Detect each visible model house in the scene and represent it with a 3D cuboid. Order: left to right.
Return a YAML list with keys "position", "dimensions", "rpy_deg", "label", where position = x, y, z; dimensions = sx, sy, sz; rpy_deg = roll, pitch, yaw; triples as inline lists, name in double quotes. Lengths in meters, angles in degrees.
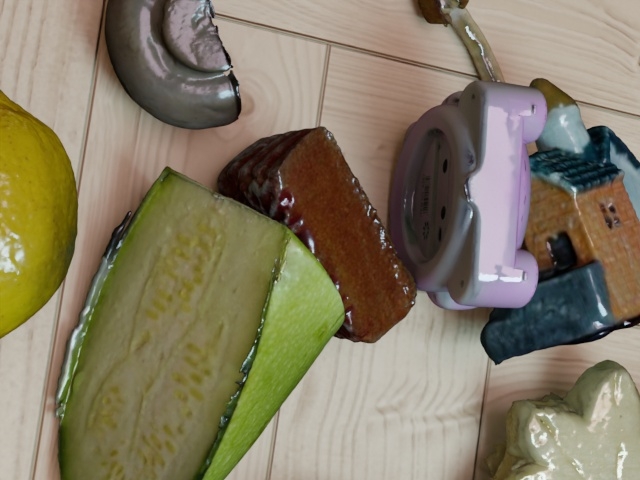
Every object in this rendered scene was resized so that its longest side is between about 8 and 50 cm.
- position: [0.263, -0.031, 1.523]
  dimensions: [0.253, 0.184, 0.291]
  rpy_deg: [-13, 86, -49]
  label: "model house"

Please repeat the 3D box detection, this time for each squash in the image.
- position: [-0.152, 0.126, 1.340]
  dimensions: [0.309, 0.234, 0.210]
  rpy_deg: [-48, 139, -17]
  label: "squash"

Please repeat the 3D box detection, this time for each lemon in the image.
- position: [-0.323, -0.017, 1.275]
  dimensions: [0.204, 0.204, 0.260]
  rpy_deg: [11, 87, -23]
  label: "lemon"

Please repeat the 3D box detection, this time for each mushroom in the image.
- position: [-0.151, -0.192, 1.396]
  dimensions: [0.117, 0.141, 0.188]
  rpy_deg: [-23, 95, 0]
  label: "mushroom"
- position: [0.170, -0.219, 1.577]
  dimensions: [0.060, 0.061, 0.187]
  rpy_deg: [-41, 108, -25]
  label: "mushroom"

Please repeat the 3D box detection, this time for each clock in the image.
- position: [0.144, -0.042, 1.451]
  dimensions: [0.090, 0.248, 0.227]
  rpy_deg: [5, 86, -16]
  label: "clock"

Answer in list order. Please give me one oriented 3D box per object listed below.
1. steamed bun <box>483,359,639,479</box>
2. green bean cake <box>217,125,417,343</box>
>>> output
- position: [0.298, 0.277, 1.573]
  dimensions: [0.296, 0.137, 0.292]
  rpy_deg: [-6, 95, -16]
  label: "steamed bun"
- position: [0.000, 0.000, 1.420]
  dimensions: [0.097, 0.198, 0.232]
  rpy_deg: [-41, 108, -18]
  label: "green bean cake"
